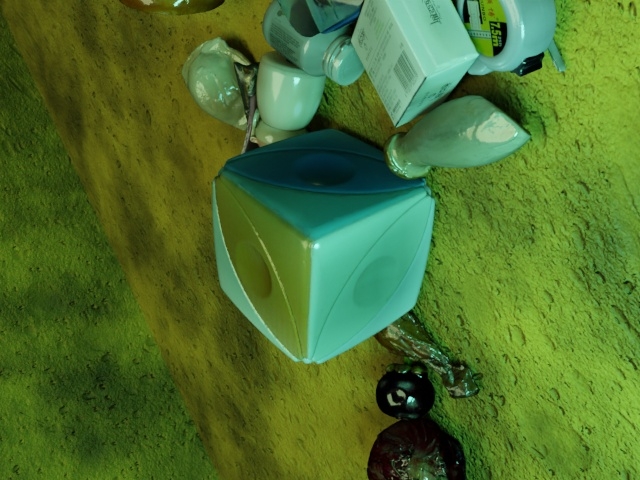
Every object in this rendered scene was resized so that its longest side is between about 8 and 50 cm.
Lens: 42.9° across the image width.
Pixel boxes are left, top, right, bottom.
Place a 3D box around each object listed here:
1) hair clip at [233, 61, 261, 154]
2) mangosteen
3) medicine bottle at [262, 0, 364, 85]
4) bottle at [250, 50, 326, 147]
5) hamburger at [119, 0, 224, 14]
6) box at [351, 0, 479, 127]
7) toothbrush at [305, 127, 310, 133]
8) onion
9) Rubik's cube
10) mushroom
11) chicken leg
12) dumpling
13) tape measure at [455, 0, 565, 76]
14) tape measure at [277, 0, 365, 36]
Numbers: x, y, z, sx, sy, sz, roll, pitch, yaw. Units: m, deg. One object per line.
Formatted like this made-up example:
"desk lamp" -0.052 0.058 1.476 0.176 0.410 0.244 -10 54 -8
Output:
"hair clip" -0.162 -0.277 1.976 0.110 0.095 0.359 -99 9 -53
"mangosteen" 0.196 0.335 1.867 0.137 0.137 0.152 -9 70 57
"medicine bottle" -0.006 -0.409 1.659 0.215 0.135 0.135 41 140 27
"bottle" -0.077 -0.285 1.796 0.147 0.147 0.237 36 126 38
"hamburger" -0.344 -0.658 1.879 0.291 0.291 0.225 34 135 40
"box" 0.155 -0.337 1.417 0.195 0.111 0.260 64 172 6
"toothbrush" -0.066 -0.307 1.924 0.220 0.016 0.019 58 138 14
"onion" 0.227 0.549 1.861 0.281 0.221 0.281 159 90 -76
"Rubik's cube" 0.000 0.000 1.714 0.352 0.351 0.347 34 136 36
"mushroom" 0.239 -0.183 1.467 0.350 0.128 0.128 -14 98 60
"chicken leg" 0.227 0.241 1.793 0.304 0.093 0.113 39 128 29
"dumpling" -0.236 -0.396 2.025 0.252 0.131 0.179 48 120 11
"tape measure" 0.299 -0.355 1.291 0.178 0.105 0.196 36 143 56
"tape measure" 0.033 -0.530 1.473 0.262 0.138 0.259 -15 103 41
